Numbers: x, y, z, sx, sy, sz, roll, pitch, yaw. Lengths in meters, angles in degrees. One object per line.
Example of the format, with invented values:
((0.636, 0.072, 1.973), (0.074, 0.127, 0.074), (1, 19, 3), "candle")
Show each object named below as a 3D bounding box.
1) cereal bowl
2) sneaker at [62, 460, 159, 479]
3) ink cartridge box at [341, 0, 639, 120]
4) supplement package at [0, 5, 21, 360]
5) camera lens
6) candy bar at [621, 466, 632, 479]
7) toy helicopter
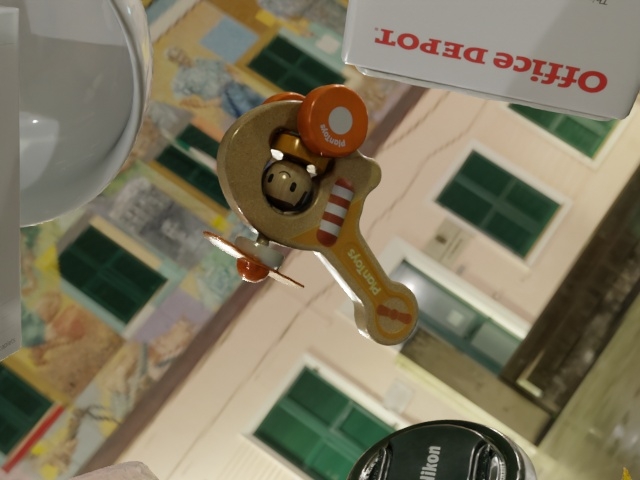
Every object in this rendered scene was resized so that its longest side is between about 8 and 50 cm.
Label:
((-0.307, -0.183, 0.875), (0.141, 0.339, 0.339), (-78, 11, -53), "cereal bowl")
((-0.174, 0.239, 0.657), (0.108, 0.121, 0.302), (-59, -21, 18), "sneaker")
((0.135, -0.233, 0.610), (0.117, 0.201, 0.278), (-73, -7, -46), "ink cartridge box")
((-0.341, -0.031, 0.658), (0.199, 0.198, 0.262), (-40, -43, -67), "supplement package")
((0.152, 0.361, 1.114), (0.219, 0.219, 0.274), (-45, -51, -46), "camera lens")
((0.395, 0.352, 1.205), (0.161, 0.018, 0.040), (67, -152, -27), "candy bar")
((0.000, 0.000, 1.176), (0.235, 0.355, 0.140), (-45, 24, -22), "toy helicopter")
